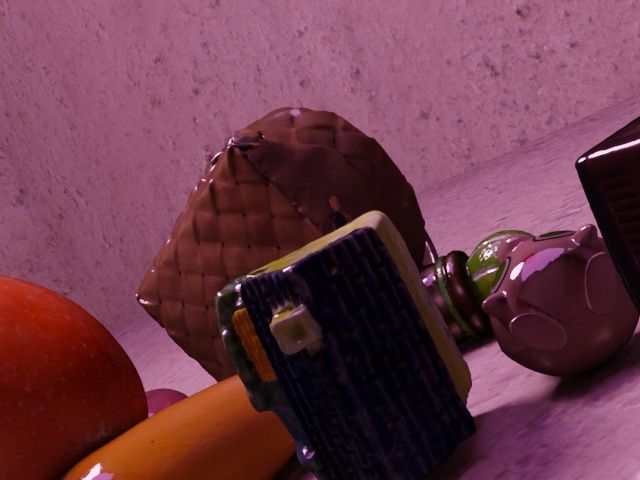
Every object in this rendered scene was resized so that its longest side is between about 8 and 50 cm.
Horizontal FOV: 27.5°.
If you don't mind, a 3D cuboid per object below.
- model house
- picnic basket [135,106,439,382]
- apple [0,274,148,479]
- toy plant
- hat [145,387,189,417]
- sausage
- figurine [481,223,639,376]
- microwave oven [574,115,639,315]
[{"bbox_3d":[0.011,0.102,0.985,0.170,0.193,0.211,-24,4,9],"label":"model house"},{"bbox_3d":[0.000,0.000,1.487,0.337,0.293,0.337,-43,-11,-10],"label":"picnic basket"},{"bbox_3d":[-0.330,0.201,1.217,0.348,0.277,0.348,-48,-28,-35],"label":"apple"},{"bbox_3d":[0.167,0.045,1.307,0.162,0.092,0.093,-24,6,21],"label":"toy plant"},{"bbox_3d":[-0.201,0.225,1.509,0.205,0.089,0.205,-27,6,3],"label":"hat"},{"bbox_3d":[-0.087,0.186,1.185,0.354,0.116,0.134,-28,-8,-48],"label":"sausage"},{"bbox_3d":[0.189,0.045,1.026,0.125,0.125,0.138,-28,3,7],"label":"figurine"},{"bbox_3d":[0.316,-0.037,0.842,0.247,0.178,0.188,-31,6,-36],"label":"microwave oven"}]
